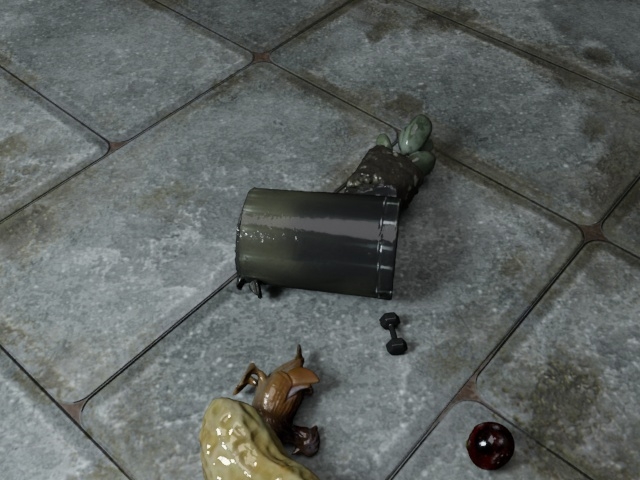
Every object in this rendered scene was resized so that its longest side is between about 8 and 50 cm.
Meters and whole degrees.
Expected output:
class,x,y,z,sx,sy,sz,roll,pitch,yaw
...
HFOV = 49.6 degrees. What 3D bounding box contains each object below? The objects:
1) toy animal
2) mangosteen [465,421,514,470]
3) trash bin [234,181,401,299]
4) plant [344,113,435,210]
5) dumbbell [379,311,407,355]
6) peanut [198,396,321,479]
class,x,y,z,sx,sy,sz,roll,pitch,yaw
toy animal,-0.052,0.272,1.207,0.179,0.089,0.188,33,56,7
mangosteen,0.279,0.336,1.145,0.081,0.081,0.081,0,49,0
trash bin,0.000,0.000,1.357,0.302,0.203,0.252,5,74,6
plant,0.164,-0.158,1.536,0.149,0.146,0.274,36,55,4
dumbbell,0.138,0.176,1.311,0.040,0.036,0.083,-7,49,-6
peanut,-0.080,0.375,1.058,0.140,0.153,0.325,-28,65,-34
